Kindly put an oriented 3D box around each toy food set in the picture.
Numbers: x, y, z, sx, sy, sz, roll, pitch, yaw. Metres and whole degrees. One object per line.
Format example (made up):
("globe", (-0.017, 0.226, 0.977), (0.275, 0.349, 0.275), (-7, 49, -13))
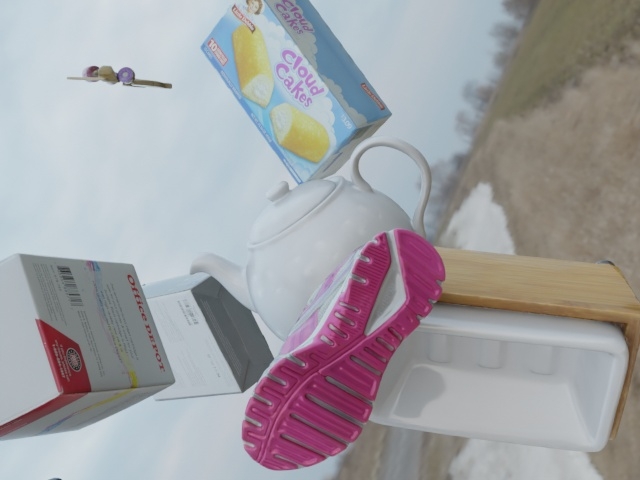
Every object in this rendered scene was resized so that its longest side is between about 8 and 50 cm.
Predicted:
("toy food set", (-0.240, -0.195, 1.303), (0.122, 0.078, 0.019), (-6, -80, -64))

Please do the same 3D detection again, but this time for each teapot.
("teapot", (0.000, 0.000, 1.431), (0.256, 0.187, 0.252), (-42, 14, -29))

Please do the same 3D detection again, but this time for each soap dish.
("soap dish", (0.179, 0.110, 1.164), (0.229, 0.290, 0.118), (83, -163, -49))

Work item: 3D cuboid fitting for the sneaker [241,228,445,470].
("sneaker", (0.019, 0.102, 1.021), (0.252, 0.103, 0.111), (-52, 5, -1))

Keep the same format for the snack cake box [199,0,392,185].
("snack cake box", (-0.037, -0.229, 1.568), (0.089, 0.264, 0.152), (-25, -14, -45))

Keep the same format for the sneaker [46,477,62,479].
("sneaker", (-0.275, 0.258, 1.031), (0.094, 0.153, 0.235), (67, 172, -29))

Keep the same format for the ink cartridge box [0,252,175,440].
("ink cartridge box", (-0.240, 0.097, 0.974), (0.127, 0.128, 0.176), (-27, -15, 20))

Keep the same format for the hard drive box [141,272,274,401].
("hard drive box", (-0.205, 0.149, 1.727), (0.232, 0.181, 0.089), (-12, 17, 45))
